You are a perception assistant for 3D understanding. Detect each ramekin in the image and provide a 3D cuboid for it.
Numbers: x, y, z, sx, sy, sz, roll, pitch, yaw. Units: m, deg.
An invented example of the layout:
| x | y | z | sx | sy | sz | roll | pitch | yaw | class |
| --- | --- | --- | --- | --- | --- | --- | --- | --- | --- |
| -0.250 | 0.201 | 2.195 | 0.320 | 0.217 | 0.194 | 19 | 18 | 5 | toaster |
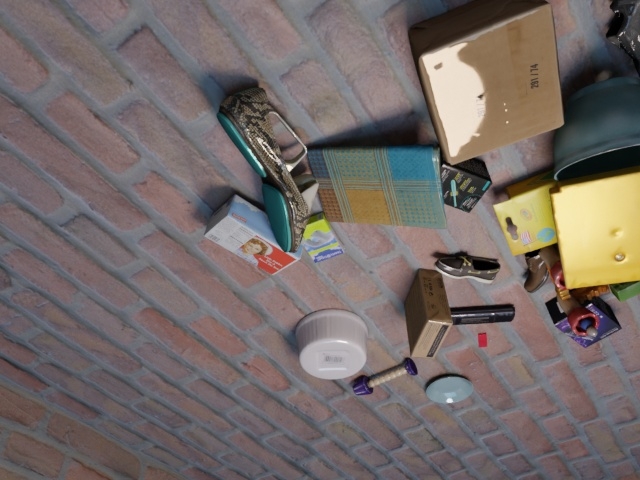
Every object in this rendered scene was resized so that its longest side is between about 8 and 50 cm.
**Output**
| x | y | z | sx | sy | sz | roll | pitch | yaw | class |
| --- | --- | --- | --- | --- | --- | --- | --- | --- | --- |
| 0.043 | 0.393 | 2.026 | 0.277 | 0.135 | 0.277 | 0 | 132 | 0 | ramekin |

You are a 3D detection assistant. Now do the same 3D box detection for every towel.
| x | y | z | sx | sy | sz | roll | pitch | yaw | class |
| --- | --- | --- | --- | --- | --- | --- | --- | --- | --- |
| 0.161 | -0.150 | 1.530 | 0.370 | 0.040 | 0.271 | 4 | 133 | 24 | towel |

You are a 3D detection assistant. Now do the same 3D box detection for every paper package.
| x | y | z | sx | sy | sz | roll | pitch | yaw | class |
| --- | --- | --- | --- | --- | --- | --- | --- | --- | --- |
| 0.400 | -0.389 | 1.310 | 0.310 | 0.168 | 0.324 | -18 | 129 | 13 | paper package |

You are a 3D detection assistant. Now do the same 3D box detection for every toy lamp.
| x | y | z | sx | sy | sz | roll | pitch | yaw | class |
| --- | --- | --- | --- | --- | --- | --- | --- | --- | --- |
| 0.255 | 0.558 | 2.216 | 0.275 | 0.080 | 0.080 | -30 | 126 | 20 | toy lamp |

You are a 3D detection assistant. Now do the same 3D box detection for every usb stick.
| x | y | z | sx | sy | sz | roll | pitch | yaw | class |
| --- | --- | --- | --- | --- | --- | --- | --- | --- | --- |
| 0.564 | 0.274 | 1.985 | 0.278 | 0.045 | 0.077 | -4 | 139 | 3 | usb stick |

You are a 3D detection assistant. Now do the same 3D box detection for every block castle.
| x | y | z | sx | sy | sz | roll | pitch | yaw | class |
| --- | --- | --- | --- | --- | --- | --- | --- | --- | --- |
| 0.924 | 0.074 | 1.639 | 0.453 | 0.212 | 0.303 | -27 | 121 | 9 | block castle |

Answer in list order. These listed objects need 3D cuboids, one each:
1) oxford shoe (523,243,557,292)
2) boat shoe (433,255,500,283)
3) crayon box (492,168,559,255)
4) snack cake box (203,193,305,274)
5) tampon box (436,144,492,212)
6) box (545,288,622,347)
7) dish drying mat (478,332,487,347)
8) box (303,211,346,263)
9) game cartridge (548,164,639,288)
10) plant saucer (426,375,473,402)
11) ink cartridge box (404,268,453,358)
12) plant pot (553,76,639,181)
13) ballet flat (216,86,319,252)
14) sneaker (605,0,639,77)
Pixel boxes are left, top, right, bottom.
| x | y | z | sx | sy | sz | roll | pitch | yaw | class |
| --- | --- | --- | --- | --- | --- | --- | --- | --- | --- |
| 0.703 | 0.072 | 1.787 | 0.096 | 0.082 | 0.227 | 8 | 119 | -5 | oxford shoe |
| 0.481 | 0.082 | 1.793 | 0.228 | 0.081 | 0.068 | 10 | 128 | -18 | boat shoe |
| 0.684 | -0.100 | 1.603 | 0.319 | 0.081 | 0.202 | -21 | 116 | 17 | crayon box |
| -0.199 | -0.011 | 1.666 | 0.264 | 0.089 | 0.152 | 33 | 138 | -24 | snack cake box |
| 0.376 | -0.174 | 1.543 | 0.161 | 0.101 | 0.120 | 18 | 130 | -16 | tampon box |
| 0.932 | 0.268 | 1.940 | 0.207 | 0.108 | 0.153 | 32 | 124 | -25 | box |
| 0.625 | 0.385 | 2.108 | 0.032 | 0.008 | 0.083 | -10 | 132 | 9 | dish drying mat |
| 0.000 | 0.000 | 1.737 | 0.109 | 0.042 | 0.178 | -20 | 128 | 17 | box |
| 0.769 | -0.031 | 1.429 | 0.286 | 0.052 | 0.323 | -10 | 116 | 21 | game cartridge |
| 0.539 | 0.615 | 2.294 | 0.195 | 0.037 | 0.194 | 0 | 131 | 0 | plant saucer |
| 0.354 | 0.245 | 1.828 | 0.088 | 0.234 | 0.193 | 7 | 132 | -6 | ink cartridge box |
| 0.719 | -0.278 | 1.355 | 0.293 | 0.196 | 0.293 | -5 | 169 | -1 | plant pot |
| -0.105 | -0.188 | 1.484 | 0.182 | 0.164 | 0.482 | -33 | 122 | -16 | ballet flat |
| 0.734 | -0.480 | 1.295 | 0.106 | 0.078 | 0.234 | -17 | 126 | 18 | sneaker |
